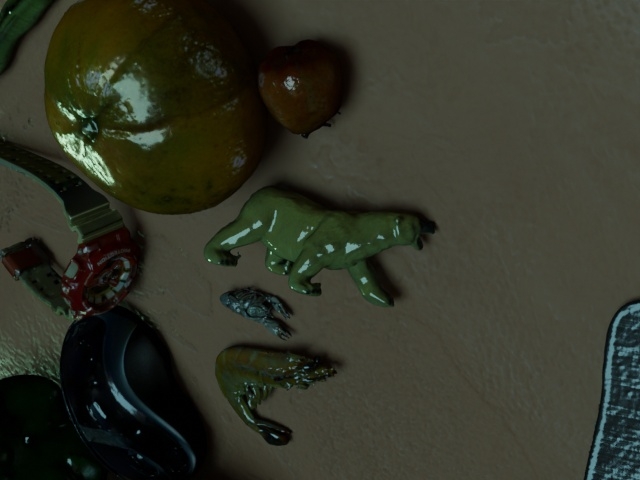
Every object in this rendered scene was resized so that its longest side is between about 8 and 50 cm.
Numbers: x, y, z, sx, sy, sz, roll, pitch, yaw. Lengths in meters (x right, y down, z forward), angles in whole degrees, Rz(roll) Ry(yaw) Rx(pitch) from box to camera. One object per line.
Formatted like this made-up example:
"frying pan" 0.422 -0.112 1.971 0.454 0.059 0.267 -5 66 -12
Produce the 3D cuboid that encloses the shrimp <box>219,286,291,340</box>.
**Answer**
"shrimp" -0.066 0.072 1.387 0.092 0.029 0.038 29 116 16

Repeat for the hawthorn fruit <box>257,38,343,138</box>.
"hawthorn fruit" -0.015 -0.139 1.225 0.081 0.081 0.093 7 127 33

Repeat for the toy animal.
"toy animal" 0.000 0.000 1.278 0.219 0.103 0.101 17 95 33

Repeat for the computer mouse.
"computer mouse" -0.228 0.189 1.507 0.137 0.096 0.233 -34 87 39

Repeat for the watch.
"watch" -0.325 -0.016 1.499 0.268 0.102 0.164 27 125 33

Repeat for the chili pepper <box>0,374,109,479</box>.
"chili pepper" -0.384 0.303 1.588 0.233 0.248 0.256 35 129 -10

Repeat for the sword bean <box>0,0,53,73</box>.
"sword bean" -0.373 -0.204 1.475 0.269 0.038 0.043 -45 57 39

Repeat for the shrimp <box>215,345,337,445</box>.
"shrimp" -0.045 0.173 1.412 0.178 0.034 0.124 -1 112 37

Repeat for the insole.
"insole" 0.280 0.207 1.139 0.110 0.012 0.309 8 93 37

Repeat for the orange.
"orange" -0.166 -0.135 1.264 0.240 0.171 0.240 19 127 27
